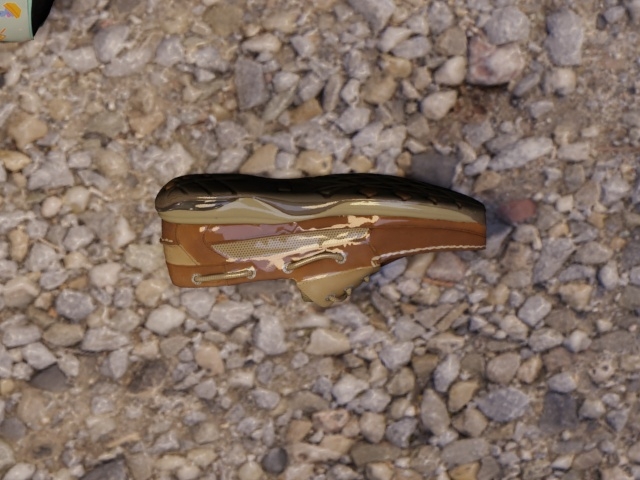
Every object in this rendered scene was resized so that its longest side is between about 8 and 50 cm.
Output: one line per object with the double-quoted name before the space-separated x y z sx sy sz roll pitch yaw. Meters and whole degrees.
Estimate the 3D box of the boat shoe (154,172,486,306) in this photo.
"boat shoe" 0.000 0.000 1.589 0.324 0.122 0.120 2 103 1

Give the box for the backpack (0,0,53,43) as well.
"backpack" -0.304 -0.260 1.458 0.144 0.188 0.165 0 109 -14
